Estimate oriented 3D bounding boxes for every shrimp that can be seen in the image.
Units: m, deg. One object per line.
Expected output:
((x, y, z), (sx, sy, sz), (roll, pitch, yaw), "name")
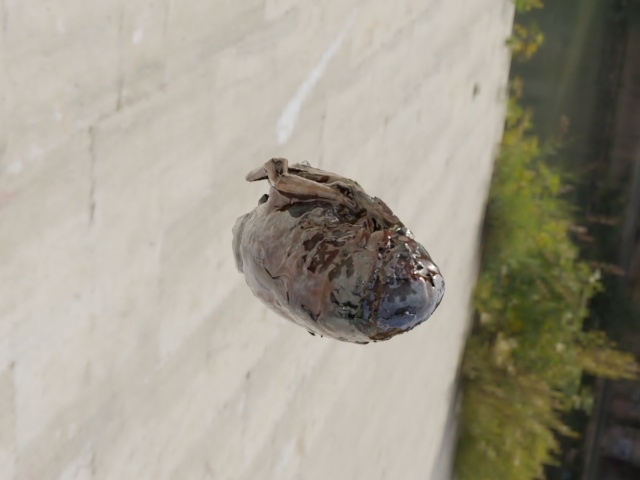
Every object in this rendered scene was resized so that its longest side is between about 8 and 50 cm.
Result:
((-0.001, 0.001, 0.539), (0.190, 0.073, 0.074), (-157, -112, -72), "shrimp")
